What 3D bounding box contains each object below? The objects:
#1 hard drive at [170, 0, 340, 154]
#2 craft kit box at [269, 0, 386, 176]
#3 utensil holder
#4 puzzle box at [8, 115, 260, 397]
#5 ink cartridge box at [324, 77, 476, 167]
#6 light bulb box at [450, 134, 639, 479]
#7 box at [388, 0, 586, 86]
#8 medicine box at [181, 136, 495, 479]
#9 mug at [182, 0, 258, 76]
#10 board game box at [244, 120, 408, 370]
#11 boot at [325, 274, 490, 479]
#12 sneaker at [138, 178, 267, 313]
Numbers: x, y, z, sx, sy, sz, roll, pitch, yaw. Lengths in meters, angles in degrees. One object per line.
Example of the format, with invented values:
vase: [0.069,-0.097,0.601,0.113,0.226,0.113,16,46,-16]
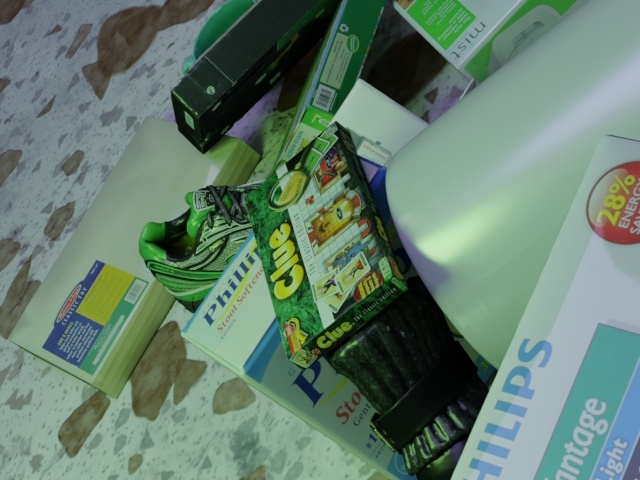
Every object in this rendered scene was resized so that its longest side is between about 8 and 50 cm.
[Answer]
hard drive: [-0.066,-0.276,2.291,0.339,0.064,0.237,-45,-5,-7]
craft kit box: [0.016,-0.220,2.212,0.246,0.061,0.250,130,162,-66]
utensil holder: [0.305,-0.073,1.646,0.385,0.327,0.328,-37,38,25]
puzzle box: [-0.277,0.014,2.444,0.272,0.052,0.409,19,75,52]
ink cartridge box: [0.044,-0.062,1.994,0.353,0.119,0.207,-55,-8,0]
light bulb box: [0.311,0.166,1.351,0.225,0.361,0.358,15,72,34]
box: [0.250,-0.315,2.079,0.262,0.127,0.231,-46,34,9]
medicine box: [0.047,0.081,1.819,0.263,0.289,0.149,-56,36,-4]
mug: [-0.118,-0.283,2.483,0.157,0.097,0.129,4,64,51]
board game box: [0.000,0.000,1.665,0.136,0.030,0.260,-42,36,18]
boot: [0.112,0.187,1.580,0.131,0.260,0.348,-28,10,6]
sneaker: [-0.091,-0.019,2.183,0.343,0.146,0.134,-28,42,25]
